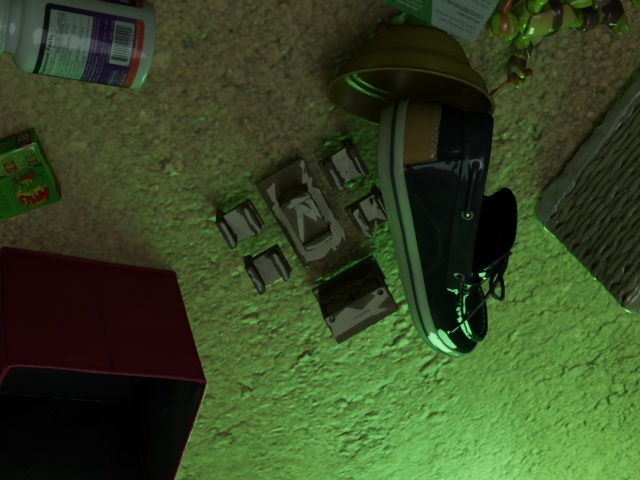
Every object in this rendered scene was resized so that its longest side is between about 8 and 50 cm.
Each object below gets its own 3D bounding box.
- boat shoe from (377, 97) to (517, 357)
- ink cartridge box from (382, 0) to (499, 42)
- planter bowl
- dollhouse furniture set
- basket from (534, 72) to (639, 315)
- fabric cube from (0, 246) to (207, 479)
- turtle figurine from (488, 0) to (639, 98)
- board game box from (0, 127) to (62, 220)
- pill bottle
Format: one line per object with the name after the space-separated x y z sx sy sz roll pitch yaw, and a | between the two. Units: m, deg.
0.193 0.002 1.552 0.156 0.186 0.500 -2 141 14 | boat shoe
0.172 -0.374 1.404 0.153 0.087 0.208 18 115 -28 | ink cartridge box
0.120 -0.219 1.461 0.217 0.217 0.090 13 76 -25 | planter bowl
0.000 0.000 1.595 0.212 0.161 0.242 -30 104 2 | dollhouse furniture set
0.559 -0.041 1.644 0.328 0.266 0.331 22 115 -30 | basket
-0.324 0.194 1.516 0.259 0.258 0.254 8 120 -23 | fabric cube
0.308 -0.292 1.505 0.217 0.087 0.269 -13 146 -14 | turtle figurine
-0.432 -0.067 1.439 0.181 0.043 0.092 -20 127 -4 | board game box
-0.299 -0.243 1.325 0.194 0.108 0.108 7 120 -22 | pill bottle
